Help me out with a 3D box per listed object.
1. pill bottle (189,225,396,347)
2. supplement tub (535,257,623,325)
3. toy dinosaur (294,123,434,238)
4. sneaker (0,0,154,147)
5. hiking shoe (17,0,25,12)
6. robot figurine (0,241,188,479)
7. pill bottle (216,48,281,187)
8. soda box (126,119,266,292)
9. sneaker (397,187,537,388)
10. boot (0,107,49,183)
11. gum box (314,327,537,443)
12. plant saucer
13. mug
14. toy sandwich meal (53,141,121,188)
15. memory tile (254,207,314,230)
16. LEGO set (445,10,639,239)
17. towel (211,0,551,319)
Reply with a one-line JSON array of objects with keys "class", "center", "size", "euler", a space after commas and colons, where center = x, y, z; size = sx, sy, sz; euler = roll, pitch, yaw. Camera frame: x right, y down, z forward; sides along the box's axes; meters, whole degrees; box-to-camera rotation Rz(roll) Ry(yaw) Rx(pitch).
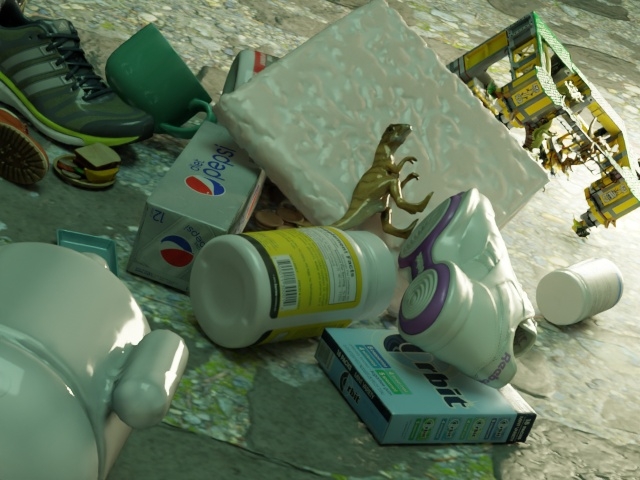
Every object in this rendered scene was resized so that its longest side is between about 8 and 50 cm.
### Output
[{"class": "pill bottle", "center": [-0.025, 0.046, 1.756], "size": [0.209, 0.119, 0.119], "euler": [-5, 34, -44]}, {"class": "supplement tub", "center": [0.322, 0.062, 2.041], "size": [0.071, 0.071, 0.107], "euler": [33, 27, 28]}, {"class": "toy dinosaur", "center": [0.059, -0.045, 1.879], "size": [0.112, 0.064, 0.211], "euler": [30, 52, 5]}, {"class": "sneaker", "center": [-0.328, -0.209, 2.060], "size": [0.300, 0.121, 0.111], "euler": [29, 26, 20]}, {"class": "hiking shoe", "center": [-0.467, -0.307, 2.171], "size": [0.086, 0.114, 0.227], "euler": [26, 25, 15]}, {"class": "robot figurine", "center": [-0.250, 0.129, 1.311], "size": [0.300, 0.199, 0.353], "euler": [-14, 19, 16]}, {"class": "pill bottle", "center": [0.012, -0.132, 2.105], "size": [0.283, 0.161, 0.161], "euler": [15, 25, -11]}, {"class": "soda box", "center": [-0.133, -0.042, 1.893], "size": [0.098, 0.091, 0.286], "euler": [20, 24, 1]}, {"class": "sneaker", "center": [0.163, 0.055, 1.808], "size": [0.152, 0.114, 0.305], "euler": [38, 29, -14]}, {"class": "boot", "center": [-0.359, -0.117, 1.928], "size": [0.158, 0.059, 0.085], "euler": [32, 22, 28]}, {"class": "gum box", "center": [0.109, 0.152, 1.729], "size": [0.184, 0.041, 0.157], "euler": [3, 29, -32]}, {"class": "plant saucer", "center": [-0.243, 0.044, 1.722], "size": [0.067, 0.018, 0.192], "euler": [12, 26, -16]}, {"class": "mug", "center": [-0.211, -0.195, 2.114], "size": [0.129, 0.097, 0.158], "euler": [53, -2, -32]}, {"class": "toy sandwich meal", "center": [-0.276, -0.090, 1.963], "size": [0.086, 0.029, 0.085], "euler": [16, 24, -8]}, {"class": "memory tile", "center": [0.000, 0.000, 2.002], "size": [0.148, 0.012, 0.113], "euler": [35, 28, 31]}, {"class": "LEGO set", "center": [0.293, -0.141, 2.314], "size": [0.331, 0.192, 0.255], "euler": [39, 31, -37]}, {"class": "towel", "center": [0.078, -0.108, 1.982], "size": [0.332, 0.053, 0.317], "euler": [48, 52, 4]}]
